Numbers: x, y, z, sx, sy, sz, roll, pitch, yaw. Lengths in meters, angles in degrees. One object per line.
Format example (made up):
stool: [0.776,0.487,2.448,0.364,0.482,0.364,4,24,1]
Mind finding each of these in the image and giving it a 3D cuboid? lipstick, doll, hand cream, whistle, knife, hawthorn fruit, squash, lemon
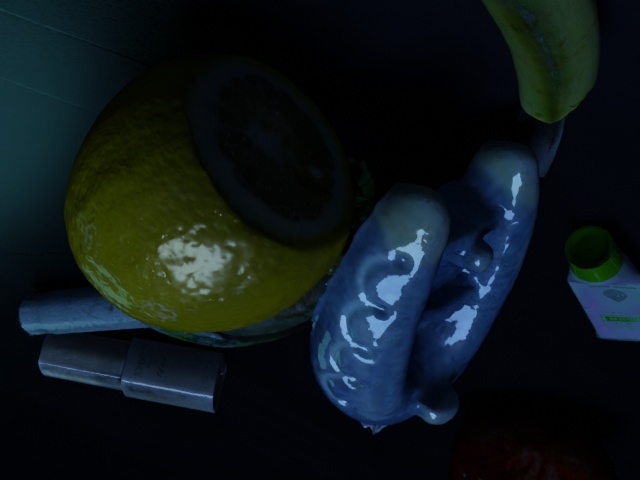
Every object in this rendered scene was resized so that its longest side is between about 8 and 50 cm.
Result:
lipstick: [-0.264,0.179,1.793,0.253,0.078,0.077,9,153,3]
doll: [0.048,-0.045,1.257,0.078,0.076,0.113,-38,162,28]
hand cream: [0.314,0.060,1.368,0.079,0.050,0.275,29,170,32]
whistle: [-0.254,0.084,1.620,0.312,0.062,0.062,-6,149,32]
knife: [0.185,-0.075,1.167,0.060,0.028,0.230,5,151,-7]
hawthorn fruit: [0.282,0.368,1.753,0.230,0.266,0.210,10,173,11]
squash: [0.154,-0.175,0.919,0.083,0.083,0.250,0,155,23]
lemon: [-0.108,-0.030,1.107,0.240,0.240,0.219,30,133,-33]

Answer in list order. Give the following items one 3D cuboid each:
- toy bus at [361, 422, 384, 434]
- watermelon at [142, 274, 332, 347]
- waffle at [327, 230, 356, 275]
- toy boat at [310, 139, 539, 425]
toy bus: [0.079,0.133,1.461,0.139,0.113,0.301,-27,160,-11]
watermelon: [-0.116,0.022,1.366,0.305,0.180,0.224,22,-163,-27]
waffle: [0.005,0.002,1.278,0.191,0.038,0.191,25,-173,-3]
toy boat: [0.106,0.062,1.161,0.123,0.215,0.330,44,137,22]
